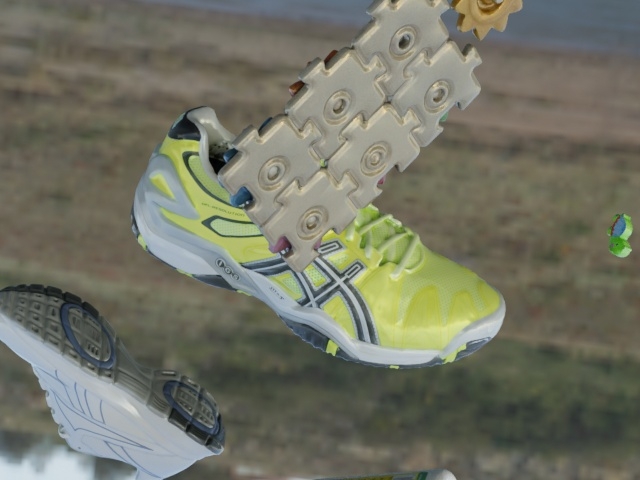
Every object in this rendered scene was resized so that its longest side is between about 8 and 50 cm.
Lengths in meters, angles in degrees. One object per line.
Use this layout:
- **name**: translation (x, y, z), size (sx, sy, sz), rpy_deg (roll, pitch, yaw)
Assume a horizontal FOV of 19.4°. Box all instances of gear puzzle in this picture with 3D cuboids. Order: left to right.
- **gear puzzle**: translation (0.051, -0.138, 1.621), size (0.044, 0.339, 0.175), rpy_deg (40, 173, 41)

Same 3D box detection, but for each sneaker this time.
- **sneaker**: translation (-0.241, 0.162, 1.966), size (0.297, 0.129, 0.111), rpy_deg (41, -155, -20)
- **sneaker**: translation (0.000, 0.000, 1.812), size (0.384, 0.147, 0.145), rpy_deg (21, -143, 5)

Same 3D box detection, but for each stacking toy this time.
- **stacking toy**: translation (0.438, -0.057, 2.251), size (0.052, 0.221, 0.167), rpy_deg (27, -178, 41)

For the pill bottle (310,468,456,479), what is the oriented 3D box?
- **pill bottle**: translation (0.038, 0.300, 1.922), size (0.208, 0.117, 0.117), rpy_deg (-7, 177, 18)
